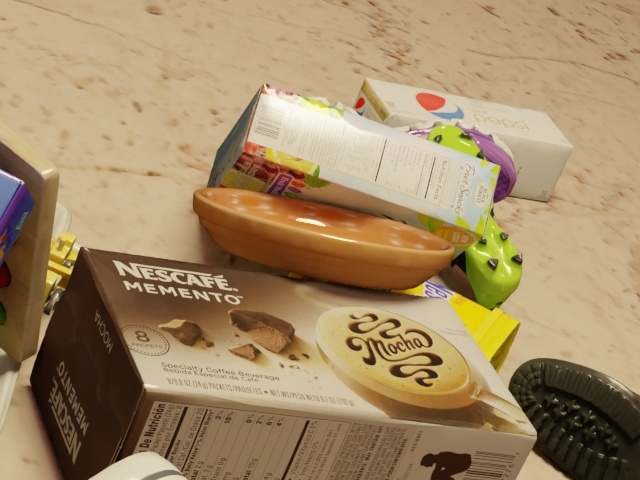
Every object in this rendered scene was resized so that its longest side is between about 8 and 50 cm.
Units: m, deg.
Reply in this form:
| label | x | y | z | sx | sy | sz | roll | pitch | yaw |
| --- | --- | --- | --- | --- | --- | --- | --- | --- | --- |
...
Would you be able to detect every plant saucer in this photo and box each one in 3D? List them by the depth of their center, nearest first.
| label | x | y | z | sx | sy | sz | roll | pitch | yaw |
| --- | --- | --- | --- | --- | --- | --- | --- | --- | --- |
| plant saucer | 0.000 | 0.000 | 1.477 | 0.200 | 0.037 | 0.200 | 12 | 6 | -1 |

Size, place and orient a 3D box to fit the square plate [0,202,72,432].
| label | x | y | z | sx | sy | sz | roll | pitch | yaw |
| --- | --- | --- | --- | --- | --- | --- | --- | --- | --- |
| square plate | -0.363 | 0.010 | 1.360 | 0.347 | 0.049 | 0.344 | 19 | 27 | -8 |

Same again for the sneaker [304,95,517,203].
| label | x | y | z | sx | sy | sz | roll | pitch | yaw |
| --- | --- | --- | --- | --- | --- | --- | --- | --- | --- |
| sneaker | 0.071 | -0.056 | 1.802 | 0.236 | 0.095 | 0.104 | 8 | 36 | -19 |

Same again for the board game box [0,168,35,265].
| label | x | y | z | sx | sy | sz | roll | pitch | yaw |
| --- | --- | --- | --- | --- | --- | --- | --- | --- | --- |
| board game box | -0.376 | -0.007 | 1.150 | 0.347 | 0.233 | 0.078 | 28 | -9 | 2 |

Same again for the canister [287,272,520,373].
| label | x | y | z | sx | sy | sz | roll | pitch | yaw |
| --- | --- | --- | --- | --- | --- | --- | --- | --- | --- |
| canister | 0.058 | 0.068 | 1.566 | 0.170 | 0.073 | 0.126 | 27 | 26 | 11 |

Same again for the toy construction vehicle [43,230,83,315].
| label | x | y | z | sx | sy | sz | roll | pitch | yaw |
| --- | --- | --- | --- | --- | --- | --- | --- | --- | --- |
| toy construction vehicle | -0.207 | 0.004 | 1.403 | 0.086 | 0.035 | 0.098 | 26 | 25 | 4 |

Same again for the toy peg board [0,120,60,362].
| label | x | y | z | sx | sy | sz | roll | pitch | yaw |
| --- | --- | --- | --- | --- | --- | --- | --- | --- | --- |
| toy peg board | -0.256 | -0.012 | 1.270 | 0.161 | 0.160 | 0.079 | 37 | 45 | 26 |

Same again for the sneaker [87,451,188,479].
| label | x | y | z | sx | sy | sz | roll | pitch | yaw |
| --- | --- | --- | --- | --- | --- | --- | --- | --- | --- |
| sneaker | -0.152 | 0.231 | 0.942 | 0.321 | 0.126 | 0.127 | -36 | 62 | -30 |

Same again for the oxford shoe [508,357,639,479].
| label | x | y | z | sx | sy | sz | roll | pitch | yaw |
| --- | --- | --- | --- | --- | --- | --- | --- | --- | --- |
| oxford shoe | 0.252 | 0.162 | 1.559 | 0.227 | 0.083 | 0.096 | 29 | 7 | 12 |

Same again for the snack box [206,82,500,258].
| label | x | y | z | sx | sy | sz | roll | pitch | yaw |
| --- | --- | --- | --- | --- | --- | --- | --- | --- | --- |
| snack box | 0.021 | -0.041 | 1.634 | 0.207 | 0.174 | 0.070 | 17 | 71 | -9 |

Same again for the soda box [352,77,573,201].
| label | x | y | z | sx | sy | sz | roll | pitch | yaw |
| --- | --- | --- | --- | --- | --- | --- | --- | --- | --- |
| soda box | 0.135 | -0.098 | 1.945 | 0.216 | 0.069 | 0.074 | 8 | 30 | -28 |

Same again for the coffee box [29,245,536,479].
| label | x | y | z | sx | sy | sz | roll | pitch | yaw |
| --- | --- | --- | --- | --- | --- | --- | --- | --- | --- |
| coffee box | -0.028 | 0.113 | 1.355 | 0.297 | 0.119 | 0.168 | 9 | 28 | -27 |

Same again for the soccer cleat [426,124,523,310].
| label | x | y | z | sx | sy | sz | roll | pitch | yaw |
| --- | --- | --- | --- | --- | --- | --- | --- | --- | --- |
| soccer cleat | 0.127 | -0.021 | 1.744 | 0.060 | 0.072 | 0.179 | -5 | 58 | -21 |
